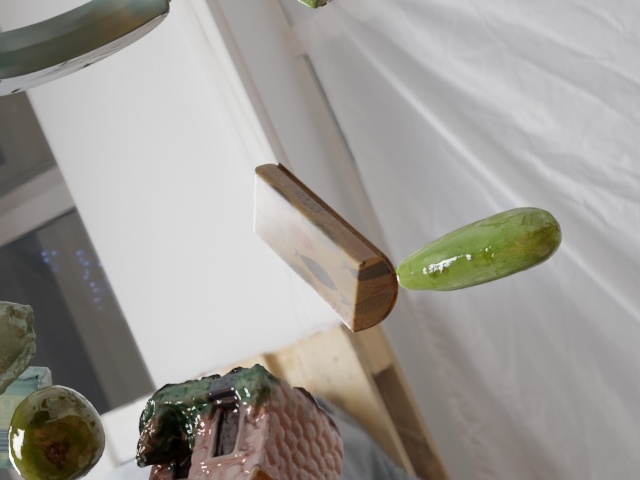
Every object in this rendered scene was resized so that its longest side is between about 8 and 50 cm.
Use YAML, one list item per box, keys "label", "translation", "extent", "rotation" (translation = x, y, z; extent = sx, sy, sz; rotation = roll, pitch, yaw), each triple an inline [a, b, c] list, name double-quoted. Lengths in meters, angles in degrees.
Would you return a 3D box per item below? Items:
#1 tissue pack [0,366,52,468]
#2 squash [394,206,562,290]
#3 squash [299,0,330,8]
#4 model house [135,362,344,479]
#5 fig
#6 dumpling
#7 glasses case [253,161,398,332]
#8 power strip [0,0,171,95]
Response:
- label: "tissue pack"
  translation: [-0.589, 0.298, 1.687]
  extent: [0.263, 0.177, 0.089]
  rotation: [1, 17, 2]
- label: "squash"
  translation: [0.269, 0.031, 1.814]
  extent: [0.371, 0.118, 0.118]
  rotation: [-20, 2, 36]
- label: "squash"
  translation: [-0.045, -0.666, 2.209]
  extent: [0.203, 0.289, 0.111]
  rotation: [-39, -22, -20]
- label: "model house"
  translation: [-0.117, 0.311, 1.173]
  extent: [0.237, 0.202, 0.237]
  rotation: [-16, 45, 22]
- label: "fig"
  translation: [-0.387, 0.288, 1.467]
  extent: [0.148, 0.142, 0.186]
  rotation: [-45, 1, 4]
- label: "dumpling"
  translation: [-0.474, 0.139, 1.263]
  extent: [0.217, 0.104, 0.149]
  rotation: [1, 41, -1]
- label: "glasses case"
  translation: [0.000, 0.000, 0.795]
  extent: [0.041, 0.064, 0.170]
  rotation: [-14, 35, -26]
- label: "power strip"
  translation: [-0.219, -0.184, 0.881]
  extent: [0.216, 0.044, 0.137]
  rotation: [-28, 5, -24]
